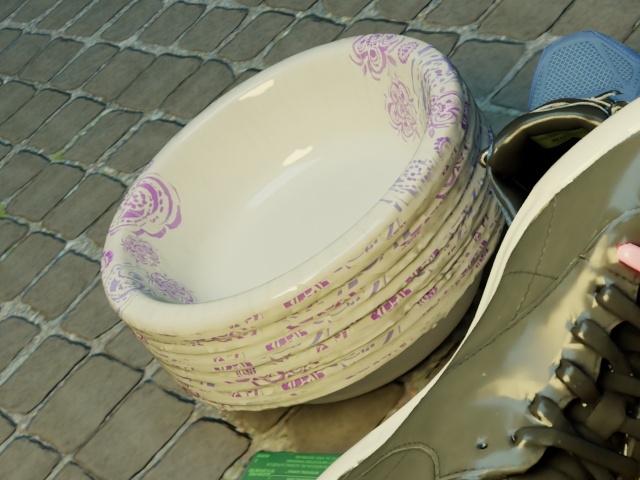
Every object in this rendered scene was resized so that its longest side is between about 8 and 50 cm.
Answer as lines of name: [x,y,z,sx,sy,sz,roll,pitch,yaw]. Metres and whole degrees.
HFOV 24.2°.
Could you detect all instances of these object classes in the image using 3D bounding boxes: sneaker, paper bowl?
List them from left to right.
paper bowl: [0.000,0.000,1.042,0.284,0.148,0.284,-23,34,17]
sneaker: [0.089,0.074,0.509,0.296,0.104,0.147,-51,17,17]
sneaker: [0.179,-0.050,0.945,0.129,0.147,0.330,-23,33,18]

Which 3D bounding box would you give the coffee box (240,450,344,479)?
coffee box: [-0.029,0.210,0.893,0.113,0.040,0.184,-6,42,39]
